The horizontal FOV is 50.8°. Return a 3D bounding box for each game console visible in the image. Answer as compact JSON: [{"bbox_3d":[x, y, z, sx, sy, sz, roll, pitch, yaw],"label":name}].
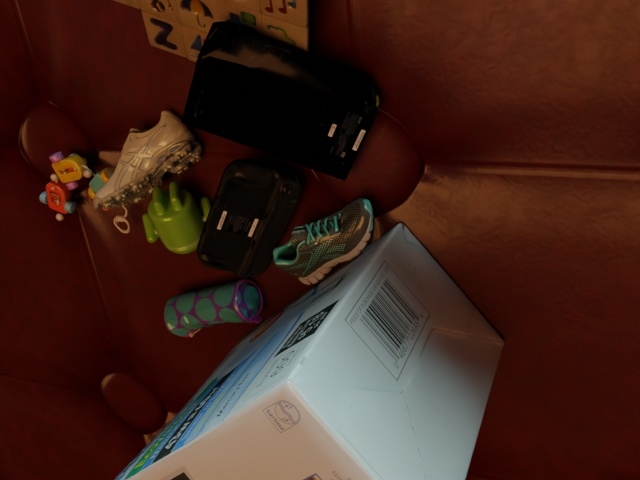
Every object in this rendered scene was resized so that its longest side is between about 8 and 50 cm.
[{"bbox_3d":[-0.085,-0.085,0.860,0.213,0.044,0.361,19,130,-10],"label":"game console"}]

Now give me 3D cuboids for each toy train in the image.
[{"bbox_3d":[-0.351,-0.076,1.023,0.166,0.046,0.125,16,129,16],"label":"toy train"}]

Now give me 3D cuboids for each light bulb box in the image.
[{"bbox_3d":[-0.007,0.218,0.833,0.361,0.358,0.225,-37,96,34],"label":"light bulb box"}]

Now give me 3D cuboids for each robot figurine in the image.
[{"bbox_3d":[-0.201,-0.027,0.953,0.101,0.067,0.115,-18,136,-1],"label":"robot figurine"}]

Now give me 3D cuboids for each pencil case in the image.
[{"bbox_3d":[-0.162,0.104,1.021,0.152,0.064,0.070,-16,94,31],"label":"pencil case"}]

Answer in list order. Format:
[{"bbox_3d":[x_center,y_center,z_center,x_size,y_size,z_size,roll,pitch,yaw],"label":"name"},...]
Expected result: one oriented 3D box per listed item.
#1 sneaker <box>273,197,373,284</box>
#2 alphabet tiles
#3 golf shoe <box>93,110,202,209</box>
[{"bbox_3d":[0.000,0.000,0.872,0.076,0.065,0.166,19,133,-34],"label":"sneaker"},{"bbox_3d":[-0.142,-0.318,0.719,0.285,0.011,0.342,22,150,13],"label":"alphabet tiles"},{"bbox_3d":[-0.251,-0.109,0.934,0.176,0.069,0.086,-32,82,11],"label":"golf shoe"}]
